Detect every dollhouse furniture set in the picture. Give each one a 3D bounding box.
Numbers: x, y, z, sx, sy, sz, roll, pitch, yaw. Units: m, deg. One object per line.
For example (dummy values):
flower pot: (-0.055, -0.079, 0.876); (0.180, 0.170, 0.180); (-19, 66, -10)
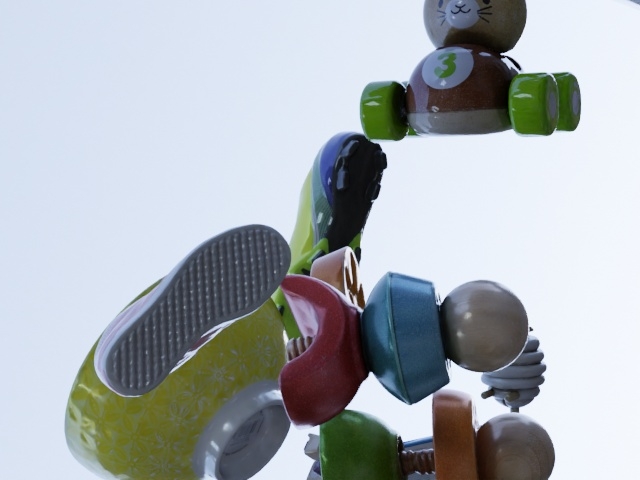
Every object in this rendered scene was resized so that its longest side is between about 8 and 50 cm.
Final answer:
dollhouse furniture set: (-0.013, 0.271, 1.530); (0.091, 0.081, 0.114); (37, -118, -28)

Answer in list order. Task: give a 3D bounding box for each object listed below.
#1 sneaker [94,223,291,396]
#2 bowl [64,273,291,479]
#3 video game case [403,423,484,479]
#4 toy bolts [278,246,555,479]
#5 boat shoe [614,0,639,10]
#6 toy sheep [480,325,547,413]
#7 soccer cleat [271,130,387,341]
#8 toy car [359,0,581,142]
sneaker: (-0.080, 0.040, 0.861); (0.134, 0.070, 0.051); (-42, -82, -19)
bowl: (-0.124, 0.182, 1.640); (0.289, 0.156, 0.289); (-36, -33, -29)
video game case: (0.120, 0.246, 1.257); (0.119, 0.015, 0.166); (-11, -87, -8)
toy bolts: (0.071, 0.075, 1.017); (0.158, 0.218, 0.228); (-8, -30, 9)
boat shoe: (0.340, -0.187, 1.098); (0.102, 0.301, 0.108); (-68, -18, 10)
toy sheep: (0.230, 0.156, 1.772); (0.091, 0.091, 0.132); (-4, -80, -35)
soccer cleat: (0.001, 0.000, 1.848); (0.093, 0.121, 0.289); (24, -98, -22)
toy car: (0.122, -0.178, 1.206); (0.149, 0.155, 0.189); (-15, -77, -66)
